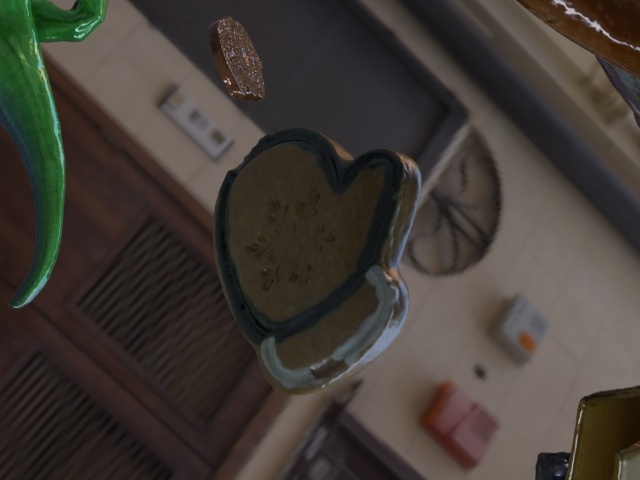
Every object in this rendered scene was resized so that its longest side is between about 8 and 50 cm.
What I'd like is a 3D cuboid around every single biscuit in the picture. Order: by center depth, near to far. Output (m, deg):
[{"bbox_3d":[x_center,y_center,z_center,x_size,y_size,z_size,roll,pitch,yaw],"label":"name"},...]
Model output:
[{"bbox_3d":[-0.095,-0.203,1.571,0.019,0.102,0.130,-19,-176,16],"label":"biscuit"},{"bbox_3d":[-0.001,0.000,1.651,0.287,0.057,0.343,-36,-124,23],"label":"biscuit"}]

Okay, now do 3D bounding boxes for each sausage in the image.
[{"bbox_3d":[0.252,-0.205,1.201,0.098,0.238,0.098,-56,-164,25],"label":"sausage"}]

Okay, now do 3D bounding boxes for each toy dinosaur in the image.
[{"bbox_3d":[-0.401,-0.210,1.347,0.144,0.375,0.500,123,-23,-78],"label":"toy dinosaur"}]

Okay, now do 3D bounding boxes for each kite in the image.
[{"bbox_3d":[0.434,-0.095,1.725,0.022,0.360,0.204,-36,-134,0],"label":"kite"}]

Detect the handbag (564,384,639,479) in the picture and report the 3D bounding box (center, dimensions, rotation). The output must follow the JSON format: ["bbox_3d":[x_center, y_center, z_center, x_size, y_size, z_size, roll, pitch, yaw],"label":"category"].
[{"bbox_3d":[0.403,0.211,1.240,0.401,0.283,0.133,-12,-145,-17],"label":"handbag"}]

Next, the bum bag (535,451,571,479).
[{"bbox_3d":[0.354,0.262,1.506,0.248,0.102,0.069,-11,180,17],"label":"bum bag"}]
